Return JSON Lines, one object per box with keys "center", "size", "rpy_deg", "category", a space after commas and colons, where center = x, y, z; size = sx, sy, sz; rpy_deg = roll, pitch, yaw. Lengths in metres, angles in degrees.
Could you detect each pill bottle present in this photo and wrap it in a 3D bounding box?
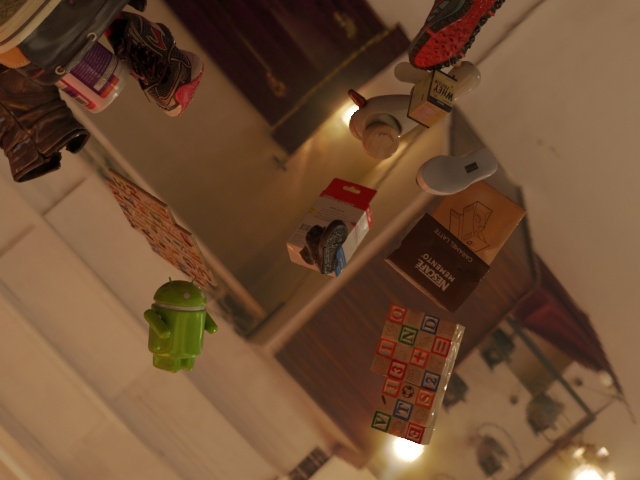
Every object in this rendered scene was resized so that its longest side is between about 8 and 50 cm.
{"center": [-0.439, -0.320, 1.721], "size": [0.108, 0.193, 0.108], "rpy_deg": [-34, -146, 27], "category": "pill bottle"}

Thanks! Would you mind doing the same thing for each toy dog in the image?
{"center": [0.189, -0.334, 2.245], "size": [0.334, 0.161, 0.220], "rpy_deg": [-43, -148, -20], "category": "toy dog"}

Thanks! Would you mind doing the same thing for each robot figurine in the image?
{"center": [-0.173, 0.100, 1.196], "size": [0.067, 0.115, 0.101], "rpy_deg": [10, -175, 36], "category": "robot figurine"}

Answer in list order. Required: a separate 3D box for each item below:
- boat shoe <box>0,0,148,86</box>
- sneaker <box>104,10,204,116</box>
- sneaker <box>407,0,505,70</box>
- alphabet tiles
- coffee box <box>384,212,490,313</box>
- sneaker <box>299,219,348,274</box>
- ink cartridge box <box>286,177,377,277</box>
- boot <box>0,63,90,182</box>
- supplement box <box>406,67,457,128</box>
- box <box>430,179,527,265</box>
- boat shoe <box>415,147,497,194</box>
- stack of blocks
{"center": [-0.324, -0.443, 1.542], "size": [0.500, 0.156, 0.187], "rpy_deg": [-49, -135, -10], "category": "boat shoe"}
{"center": [-0.311, -0.323, 1.791], "size": [0.120, 0.112, 0.299], "rpy_deg": [-58, -136, 13], "category": "sneaker"}
{"center": [0.275, -0.458, 2.026], "size": [0.262, 0.104, 0.125], "rpy_deg": [-46, -151, 8], "category": "sneaker"}
{"center": [-0.371, -0.023, 2.273], "size": [0.011, 0.285, 0.343], "rpy_deg": [-42, -131, -21], "category": "alphabet tiles"}
{"center": [0.191, 0.038, 1.670], "size": [0.098, 0.141, 0.246], "rpy_deg": [-50, 177, 0], "category": "coffee box"}
{"center": [0.002, -0.001, 1.849], "size": [0.051, 0.089, 0.170], "rpy_deg": [-14, 144, -22], "category": "sneaker"}
{"center": [0.035, -0.035, 2.380], "size": [0.134, 0.078, 0.231], "rpy_deg": [20, -123, 27], "category": "ink cartridge box"}
{"center": [-0.597, -0.201, 1.821], "size": [0.338, 0.222, 0.118], "rpy_deg": [-25, 177, 29], "category": "boot"}
{"center": [0.226, -0.288, 2.002], "size": [0.083, 0.056, 0.083], "rpy_deg": [-35, -145, 55], "category": "supplement box"}
{"center": [0.319, -0.028, 2.117], "size": [0.201, 0.164, 0.021], "rpy_deg": [-56, 174, 9], "category": "box"}
{"center": [0.254, -0.131, 1.935], "size": [0.228, 0.080, 0.076], "rpy_deg": [-24, 179, -43], "category": "boat shoe"}
{"center": [0.214, 0.318, 2.349], "size": [0.087, 0.171, 0.297], "rpy_deg": [27, 80, -67], "category": "stack of blocks"}
